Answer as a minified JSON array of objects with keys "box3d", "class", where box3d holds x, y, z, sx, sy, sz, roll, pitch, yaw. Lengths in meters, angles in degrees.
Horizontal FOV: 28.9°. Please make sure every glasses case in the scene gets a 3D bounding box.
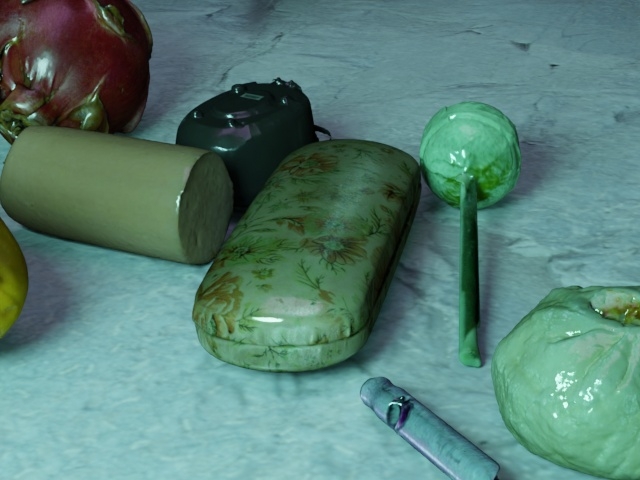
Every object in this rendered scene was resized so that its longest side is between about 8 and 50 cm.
[{"box3d":[0.000,0.000,1.209,0.156,0.098,0.425,2,25,13],"class":"glasses case"}]

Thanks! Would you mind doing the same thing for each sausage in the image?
[{"box3d":[-0.224,-0.052,1.309,0.252,0.123,0.123,10,27,24],"class":"sausage"}]

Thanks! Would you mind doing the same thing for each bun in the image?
[{"box3d":[0.229,0.097,0.971,0.195,0.118,0.195,-3,22,1],"class":"bun"}]

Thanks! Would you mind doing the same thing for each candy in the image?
[{"box3d":[0.148,-0.015,1.257,0.119,0.119,0.440,2,32,7],"class":"candy"}]

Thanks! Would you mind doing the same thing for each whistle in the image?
[{"box3d":[0.087,0.152,0.953,0.033,0.033,0.176,-15,27,-28],"class":"whistle"}]

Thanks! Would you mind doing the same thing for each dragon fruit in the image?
[{"box3d":[-0.327,-0.230,1.569,0.250,0.250,0.315,7,19,18],"class":"dragon fruit"}]

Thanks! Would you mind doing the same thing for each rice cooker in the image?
[{"box3d":[-0.081,-0.109,1.428,0.142,0.118,0.203,14,32,31],"class":"rice cooker"}]

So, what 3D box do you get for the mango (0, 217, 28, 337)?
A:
[{"box3d":[-0.393,0.004,1.111,0.359,0.187,0.144,17,43,36],"class":"mango"}]
